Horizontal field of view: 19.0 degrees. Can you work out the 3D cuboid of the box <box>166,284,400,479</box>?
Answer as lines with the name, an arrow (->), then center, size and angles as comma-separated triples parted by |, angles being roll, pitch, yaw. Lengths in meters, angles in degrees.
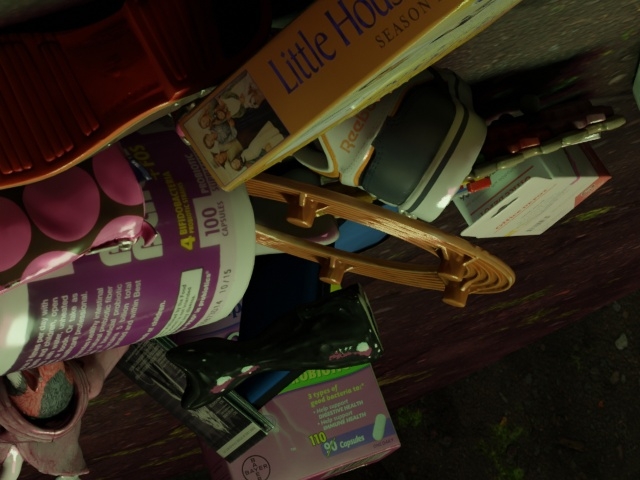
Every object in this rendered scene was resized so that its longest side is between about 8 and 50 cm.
box -> -0.051, 0.183, 2.345 | 0.213, 0.243, 0.117 | -17, 168, -18

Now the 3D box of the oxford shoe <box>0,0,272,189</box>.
oxford shoe -> -0.156, -0.092, 1.239 | 0.271, 0.097, 0.098 | -21, 175, -3

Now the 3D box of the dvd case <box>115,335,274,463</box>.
dvd case -> -0.161, 0.162, 2.170 | 0.018, 0.221, 0.164 | -50, -178, -25

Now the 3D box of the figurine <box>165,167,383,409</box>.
figurine -> -0.070, 0.048, 1.854 | 0.209, 0.215, 0.092 | -19, -158, 3

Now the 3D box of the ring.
ring -> 0.000, 0.000, 1.627 | 0.336, 0.032, 0.336 | 17, 171, 3

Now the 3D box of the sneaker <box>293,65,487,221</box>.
sneaker -> 0.047, -0.099, 1.530 | 0.126, 0.127, 0.321 | -61, -174, 3

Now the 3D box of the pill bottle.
pill bottle -> -0.211, 0.008, 1.409 | 0.301, 0.169, 0.169 | -13, 167, -37

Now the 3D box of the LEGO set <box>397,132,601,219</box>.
LEGO set -> 0.166, -0.065, 1.923 | 0.244, 0.060, 0.182 | -14, -175, 9

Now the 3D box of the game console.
game console -> 0.028, 0.056, 2.108 | 0.173, 0.250, 0.293 | 10, 159, -15

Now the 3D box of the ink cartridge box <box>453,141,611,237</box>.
ink cartridge box -> 0.222, -0.061, 2.097 | 0.115, 0.067, 0.198 | -40, 162, 26

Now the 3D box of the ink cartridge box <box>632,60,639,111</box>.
ink cartridge box -> 0.442, -0.173, 1.923 | 0.237, 0.100, 0.172 | -22, 169, 1

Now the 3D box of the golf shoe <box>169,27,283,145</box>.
golf shoe -> -0.027, -0.128, 1.351 | 0.186, 0.086, 0.067 | -14, 141, -19

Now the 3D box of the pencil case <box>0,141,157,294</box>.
pencil case -> -0.215, -0.002, 1.257 | 0.209, 0.098, 0.095 | -27, 179, -22

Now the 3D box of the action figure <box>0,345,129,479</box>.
action figure -> -0.292, 0.143, 1.711 | 0.248, 0.276, 0.370 | -10, 179, -22

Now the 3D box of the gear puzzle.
gear puzzle -> 0.108, -0.080, 1.783 | 0.339, 0.044, 0.175 | -20, -170, -30

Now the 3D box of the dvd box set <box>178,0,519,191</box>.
dvd box set -> 0.127, -0.193, 1.141 | 0.307, 0.062, 0.420 | -34, 180, -39
